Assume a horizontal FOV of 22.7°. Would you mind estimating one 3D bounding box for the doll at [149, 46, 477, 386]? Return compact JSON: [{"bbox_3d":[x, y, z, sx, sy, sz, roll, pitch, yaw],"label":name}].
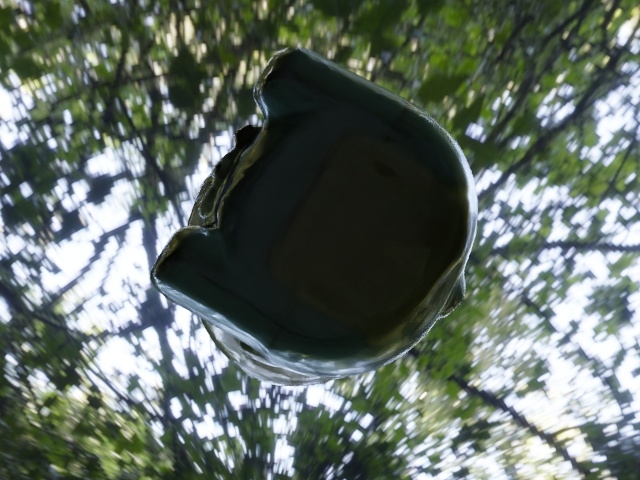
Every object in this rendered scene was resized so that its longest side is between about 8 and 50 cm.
[{"bbox_3d":[0.000,0.000,0.946,0.162,0.260,0.177,28,-97,-2],"label":"doll"}]
